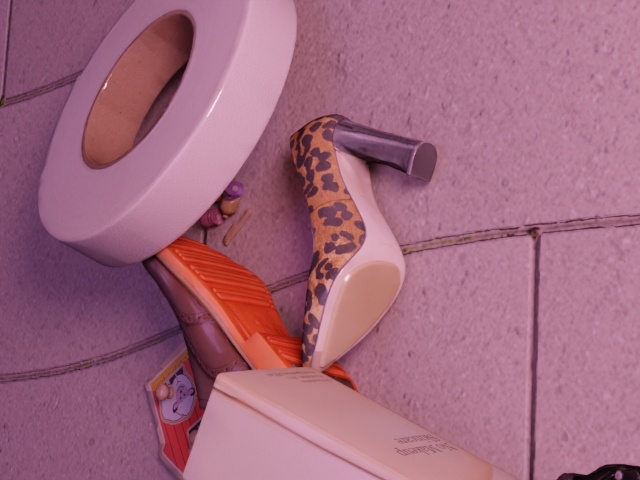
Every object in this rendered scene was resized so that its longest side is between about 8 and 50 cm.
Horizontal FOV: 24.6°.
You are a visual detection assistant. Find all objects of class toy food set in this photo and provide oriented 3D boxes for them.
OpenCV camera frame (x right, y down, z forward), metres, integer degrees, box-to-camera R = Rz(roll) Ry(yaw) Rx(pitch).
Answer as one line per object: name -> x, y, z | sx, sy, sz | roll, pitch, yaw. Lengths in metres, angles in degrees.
toy food set -> -0.124, -0.056, 1.706 | 0.078, 0.019, 0.122 | -52, 48, 27

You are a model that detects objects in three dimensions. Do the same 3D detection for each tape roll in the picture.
tape roll -> -0.180, -0.155, 1.661 | 0.392, 0.072, 0.392 | -35, 38, 33

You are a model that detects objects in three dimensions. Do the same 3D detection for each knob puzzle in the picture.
knob puzzle -> -0.133, 0.195, 1.656 | 0.213, 0.030, 0.213 | -13, 72, 45

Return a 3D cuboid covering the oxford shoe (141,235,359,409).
oxford shoe -> -0.110, 0.111, 1.567 | 0.363, 0.130, 0.132 | 46, 111, 43

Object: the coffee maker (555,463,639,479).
coffee maker -> 0.271, 0.225, 1.085 | 0.171, 0.178, 0.120 | -19, 69, 47

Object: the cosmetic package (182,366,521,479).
cosmetic package -> 0.050, 0.225, 1.288 | 0.309, 0.160, 0.113 | 24, 101, 30

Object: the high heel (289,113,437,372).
high heel -> 0.000, 0.000, 1.496 | 0.186, 0.093, 0.261 | 19, 82, 45
